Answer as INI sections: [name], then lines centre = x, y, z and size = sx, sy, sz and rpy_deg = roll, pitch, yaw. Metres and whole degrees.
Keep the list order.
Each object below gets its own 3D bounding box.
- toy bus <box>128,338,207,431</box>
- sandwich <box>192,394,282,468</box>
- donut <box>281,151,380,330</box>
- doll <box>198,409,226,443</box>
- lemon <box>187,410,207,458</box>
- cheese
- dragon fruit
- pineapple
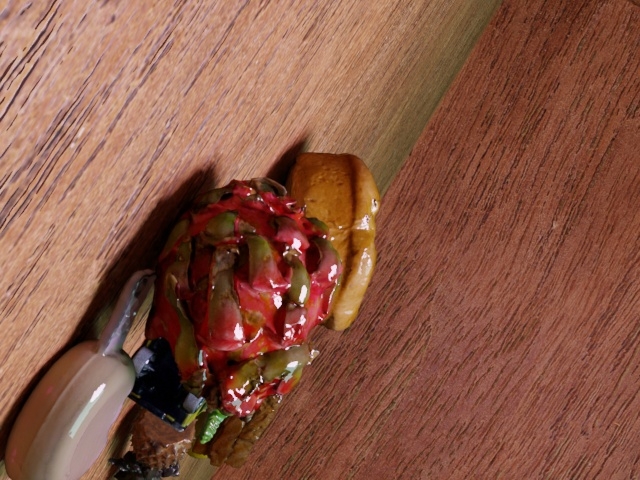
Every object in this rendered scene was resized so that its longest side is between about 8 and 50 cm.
[toy bus]
centre = -0.183, 0.145, 1.204
size = 0.262, 0.128, 0.150
rpy_deg = -59, 173, 7
[sandwich]
centre = -0.165, 0.330, 1.783
size = 0.325, 0.131, 0.262
rpy_deg = -80, -163, -62
[donut]
centre = 0.000, 0.000, 1.376
size = 0.299, 0.150, 0.317
rpy_deg = -178, -87, -77
[doll]
centre = -0.187, 0.306, 1.499
size = 0.115, 0.050, 0.190
rpy_deg = 109, 5, -72
[lemon]
centre = -0.288, 0.475, 1.894
size = 0.133, 0.109, 0.109
rpy_deg = -32, 156, -42
[cheese]
centre = -0.265, 0.161, 0.903
size = 0.286, 0.082, 0.163
rpy_deg = -60, 173, 3
[dragon fruit]
centre = -0.098, 0.068, 0.968
size = 0.237, 0.231, 0.302
rpy_deg = -36, -147, 56
[pineapple]
centre = -0.302, 0.396, 1.401
size = 0.130, 0.119, 0.277
rpy_deg = -33, 159, -47
